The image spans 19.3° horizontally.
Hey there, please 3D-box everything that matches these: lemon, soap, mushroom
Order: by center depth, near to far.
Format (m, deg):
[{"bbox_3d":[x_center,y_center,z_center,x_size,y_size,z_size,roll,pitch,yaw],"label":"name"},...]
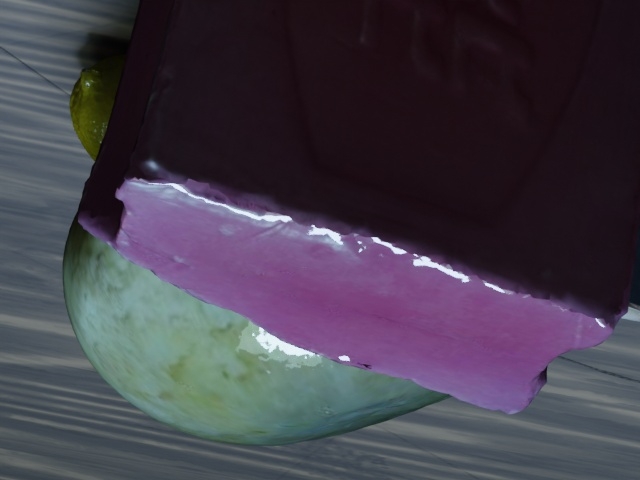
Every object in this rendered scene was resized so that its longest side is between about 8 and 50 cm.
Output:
[{"bbox_3d":[0.036,-0.126,0.883,0.233,0.360,0.128,17,154,-13],"label":"soap"},{"bbox_3d":[0.000,0.000,1.269,0.352,0.260,0.352,-17,165,-5],"label":"mushroom"},{"bbox_3d":[-0.136,-0.089,1.342,0.082,0.082,0.111,-3,145,25],"label":"lemon"}]

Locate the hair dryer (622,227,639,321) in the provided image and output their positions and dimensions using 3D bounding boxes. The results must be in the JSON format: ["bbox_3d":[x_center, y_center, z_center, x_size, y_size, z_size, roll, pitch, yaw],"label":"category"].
[{"bbox_3d":[0.170,-0.019,1.386,0.070,0.128,0.255,20,174,-29],"label":"hair dryer"}]
